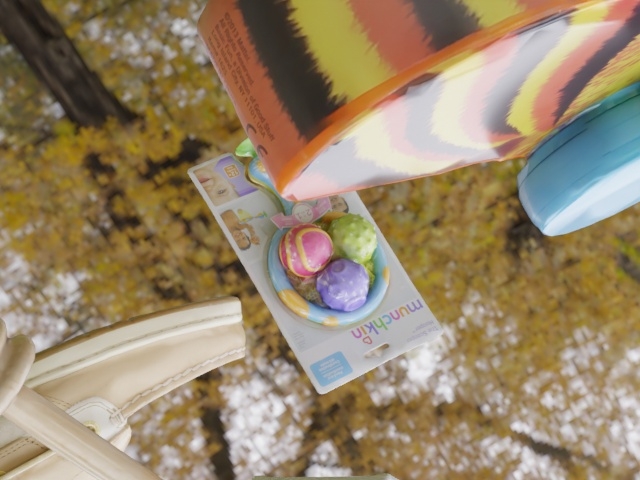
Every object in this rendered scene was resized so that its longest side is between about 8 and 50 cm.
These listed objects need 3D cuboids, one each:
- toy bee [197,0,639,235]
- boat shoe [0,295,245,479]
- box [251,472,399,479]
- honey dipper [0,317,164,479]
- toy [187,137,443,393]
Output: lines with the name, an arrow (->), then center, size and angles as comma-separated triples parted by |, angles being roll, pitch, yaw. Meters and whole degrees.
toy bee -> 0.107, -0.090, 0.411 | 0.162, 0.195, 0.298 | -38, -177, 33
boat shoe -> -0.097, 0.070, 0.452 | 0.170, 0.059, 0.063 | -23, 180, -18
box -> 0.016, 0.190, 0.762 | 0.101, 0.102, 0.087 | -8, -125, 38
honey dipper -> -0.048, 0.062, 0.352 | 0.030, 0.161, 0.030 | -41, -155, 24
toy -> 0.000, 0.000, 1.183 | 0.137, 0.237, 0.056 | -24, 160, -26
